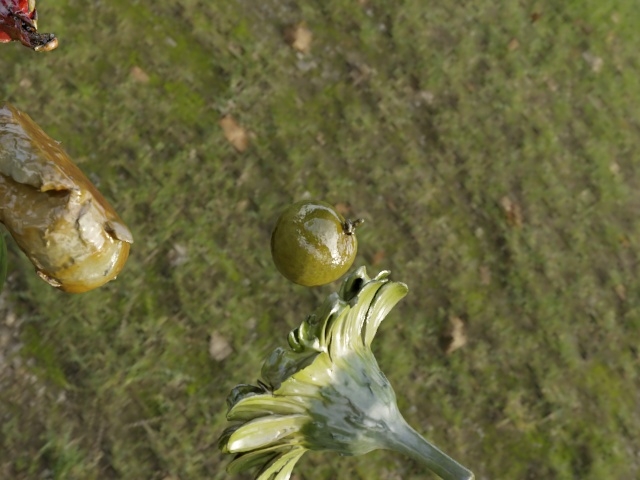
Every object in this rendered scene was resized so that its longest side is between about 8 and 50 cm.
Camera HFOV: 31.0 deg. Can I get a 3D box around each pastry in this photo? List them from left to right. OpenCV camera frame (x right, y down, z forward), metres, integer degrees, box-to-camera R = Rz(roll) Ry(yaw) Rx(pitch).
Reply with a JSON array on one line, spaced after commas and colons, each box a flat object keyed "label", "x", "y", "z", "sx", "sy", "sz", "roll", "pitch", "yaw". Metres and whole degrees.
[{"label": "pastry", "x": -0.283, "y": -0.041, "z": 1.187, "sx": 0.218, "sy": 0.100, "sz": 0.229, "roll": 49, "pitch": -5, "yaw": 6}]

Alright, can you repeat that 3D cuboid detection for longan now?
[{"label": "longan", "x": 0.000, "y": 0.000, "z": 0.922, "sx": 0.075, "sy": 0.083, "sz": 0.075, "roll": 48, "pitch": 31, "yaw": -42}]

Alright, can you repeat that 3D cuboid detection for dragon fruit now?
[{"label": "dragon fruit", "x": -0.412, "y": -0.300, "z": 1.528, "sx": 0.094, "sy": 0.094, "sz": 0.190, "roll": 10, "pitch": 21, "yaw": -43}]

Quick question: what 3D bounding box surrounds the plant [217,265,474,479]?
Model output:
[{"label": "plant", "x": 0.038, "y": 0.172, "z": 1.382, "sx": 0.297, "sy": 0.305, "sz": 0.261, "roll": 9, "pitch": 39, "yaw": -1}]

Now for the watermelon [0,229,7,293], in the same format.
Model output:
[{"label": "watermelon", "x": -0.453, "y": 0.059, "z": 1.374, "sx": 0.127, "sy": 0.204, "sz": 0.232, "roll": 34, "pitch": 61, "yaw": -4}]
